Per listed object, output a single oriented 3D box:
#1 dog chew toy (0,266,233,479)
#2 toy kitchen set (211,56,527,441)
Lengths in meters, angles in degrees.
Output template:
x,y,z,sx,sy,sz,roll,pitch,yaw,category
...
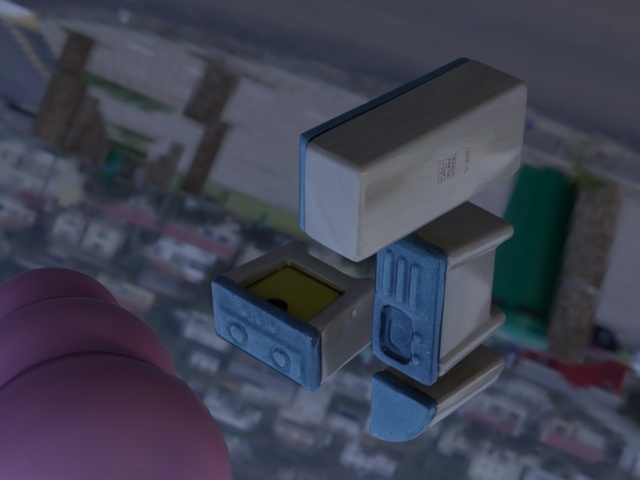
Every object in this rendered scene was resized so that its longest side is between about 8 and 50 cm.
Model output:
x,y,z,sx,sy,sz,roll,pitch,yaw,category
-0.190,0.139,1.339,0.206,0.207,0.332,23,-157,-31,dog chew toy
0.000,0.000,0.905,0.166,0.207,0.122,28,-138,36,toy kitchen set
